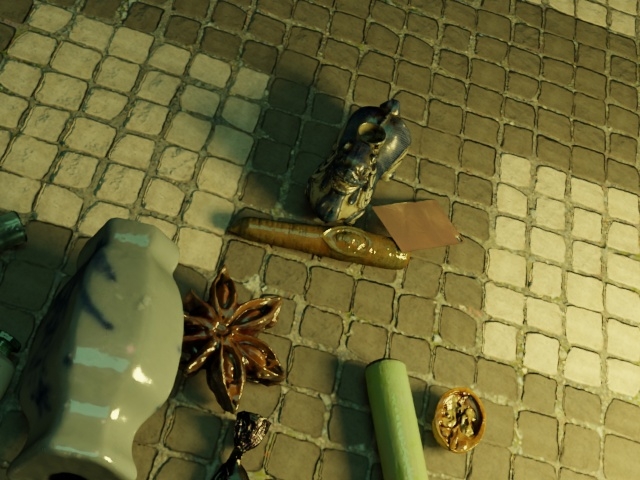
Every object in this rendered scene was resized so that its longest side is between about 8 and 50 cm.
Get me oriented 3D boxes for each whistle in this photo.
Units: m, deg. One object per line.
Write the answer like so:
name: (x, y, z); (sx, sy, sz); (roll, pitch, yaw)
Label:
whistle: (-0.627, 0.030, 1.496); (0.312, 0.062, 0.062); (-24, 68, -28)

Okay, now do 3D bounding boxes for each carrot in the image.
carrot: (0.000, 0.000, 1.710); (0.342, 0.070, 0.070); (10, 56, -10)

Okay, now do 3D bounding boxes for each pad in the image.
pad: (0.189, -0.029, 1.788); (0.187, 0.006, 0.113); (-8, 58, -44)

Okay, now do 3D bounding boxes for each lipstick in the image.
lipstick: (0.131, 0.339, 1.528); (0.076, 0.076, 0.304); (0, 58, -17)

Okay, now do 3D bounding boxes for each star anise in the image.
star anise: (-0.147, 0.163, 1.545); (0.214, 0.099, 0.220); (45, 51, -4)

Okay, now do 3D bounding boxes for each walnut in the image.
walnut: (0.230, 0.310, 1.590); (0.091, 0.052, 0.121); (26, 56, -2)

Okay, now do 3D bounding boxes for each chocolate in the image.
chocolate: (-0.124, 0.340, 1.455); (0.072, 0.070, 0.147); (2, 52, 18)

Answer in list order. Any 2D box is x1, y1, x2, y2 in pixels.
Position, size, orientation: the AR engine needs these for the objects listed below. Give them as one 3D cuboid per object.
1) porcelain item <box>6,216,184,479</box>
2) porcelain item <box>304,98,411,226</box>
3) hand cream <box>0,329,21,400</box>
porcelain item: (-0.324, 0.173, 1.399); (0.178, 0.242, 0.405); (29, 47, -25)
porcelain item: (0.074, -0.160, 1.764); (0.138, 0.186, 0.288); (32, 53, 6)
hand cream: (-0.552, 0.279, 1.366); (0.121, 0.076, 0.336); (25, 61, 5)
